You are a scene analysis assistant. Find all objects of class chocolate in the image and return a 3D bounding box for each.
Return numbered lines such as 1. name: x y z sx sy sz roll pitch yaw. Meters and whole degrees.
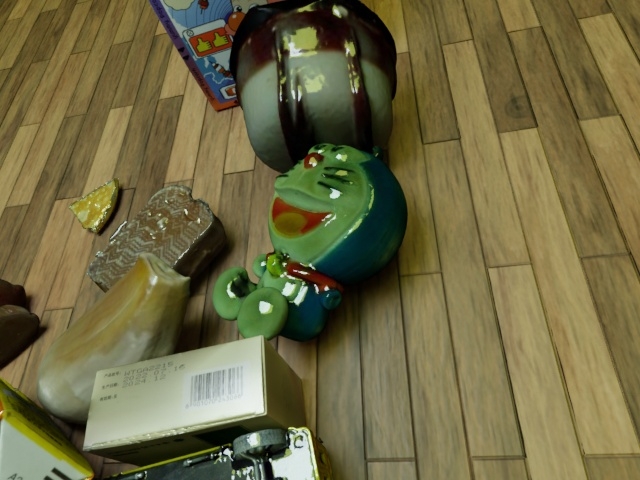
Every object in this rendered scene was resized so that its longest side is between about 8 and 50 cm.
1. chocolate: -0.257 0.021 0.746 0.148 0.093 0.214 33 74 27
2. chocolate: -0.002 -0.210 0.711 0.284 0.283 0.186 -11 58 9

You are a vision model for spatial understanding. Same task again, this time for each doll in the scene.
1. doll: 0.000 0.000 0.639 0.199 0.186 0.321 30 84 49

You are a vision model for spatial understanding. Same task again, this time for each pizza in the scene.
1. pizza: -0.445 -0.068 0.889 0.109 0.026 0.122 3 64 20

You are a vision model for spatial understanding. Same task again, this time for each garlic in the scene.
1. garlic: -0.289 0.156 0.625 0.143 0.112 0.318 45 100 16

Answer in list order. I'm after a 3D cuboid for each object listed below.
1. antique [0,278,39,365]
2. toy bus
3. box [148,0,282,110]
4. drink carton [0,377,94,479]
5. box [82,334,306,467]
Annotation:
1. antique: -0.608 0.165 0.742 0.257 0.121 0.143 -43 57 -13
2. toy bus: -0.147 0.320 0.506 0.331 0.152 0.144 -17 59 4
3. box: -0.117 -0.484 0.870 0.349 0.318 0.256 -15 57 5
4. drink carton: -0.384 0.257 0.507 0.351 0.111 0.154 -14 31 52
5. box: -0.140 0.209 0.559 0.212 0.168 0.095 -14 55 7
